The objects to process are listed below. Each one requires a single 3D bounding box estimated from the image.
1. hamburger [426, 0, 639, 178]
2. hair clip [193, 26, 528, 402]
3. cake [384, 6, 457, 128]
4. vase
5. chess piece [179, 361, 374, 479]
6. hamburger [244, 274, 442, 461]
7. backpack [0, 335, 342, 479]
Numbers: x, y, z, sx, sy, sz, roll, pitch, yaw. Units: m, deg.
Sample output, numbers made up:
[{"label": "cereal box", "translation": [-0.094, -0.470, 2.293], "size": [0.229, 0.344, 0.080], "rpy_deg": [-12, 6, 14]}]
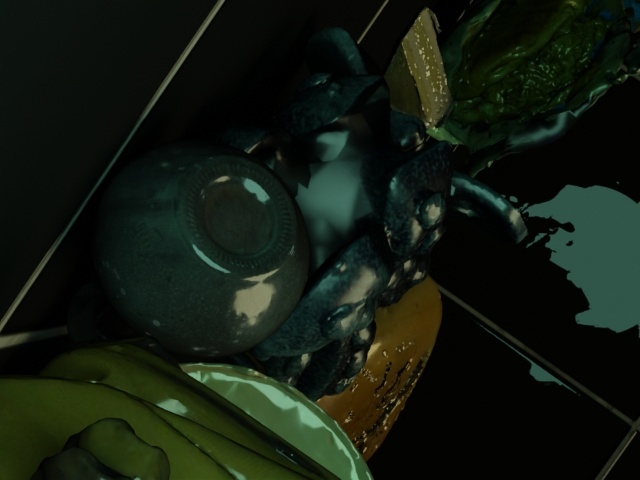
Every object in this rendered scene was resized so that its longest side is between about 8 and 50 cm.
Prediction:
[{"label": "hamburger", "translation": [0.178, -0.189, 1.868], "size": [0.260, 0.150, 0.276], "rpy_deg": [-41, -158, 3]}, {"label": "hair clip", "translation": [0.004, -0.003, 1.296], "size": [0.206, 0.194, 0.310], "rpy_deg": [-47, 174, -11]}, {"label": "cake", "translation": [0.077, -0.156, 1.758], "size": [0.052, 0.065, 0.121], "rpy_deg": [-49, 148, -24]}, {"label": "vase", "translation": [-0.084, 0.020, 1.098], "size": [0.120, 0.120, 0.183], "rpy_deg": [-51, -173, -36]}, {"label": "chess piece", "translation": [-0.121, 0.232, 1.304], "size": [0.234, 0.234, 0.442], "rpy_deg": [-53, -178, -21]}, {"label": "hamburger", "translation": [-0.012, 0.147, 2.116], "size": [0.284, 0.174, 0.304], "rpy_deg": [-30, 150, -49]}, {"label": "backpack", "translation": [-0.089, 0.236, 0.936], "size": [0.353, 0.378, 0.201], "rpy_deg": [-63, 167, 21]}]
